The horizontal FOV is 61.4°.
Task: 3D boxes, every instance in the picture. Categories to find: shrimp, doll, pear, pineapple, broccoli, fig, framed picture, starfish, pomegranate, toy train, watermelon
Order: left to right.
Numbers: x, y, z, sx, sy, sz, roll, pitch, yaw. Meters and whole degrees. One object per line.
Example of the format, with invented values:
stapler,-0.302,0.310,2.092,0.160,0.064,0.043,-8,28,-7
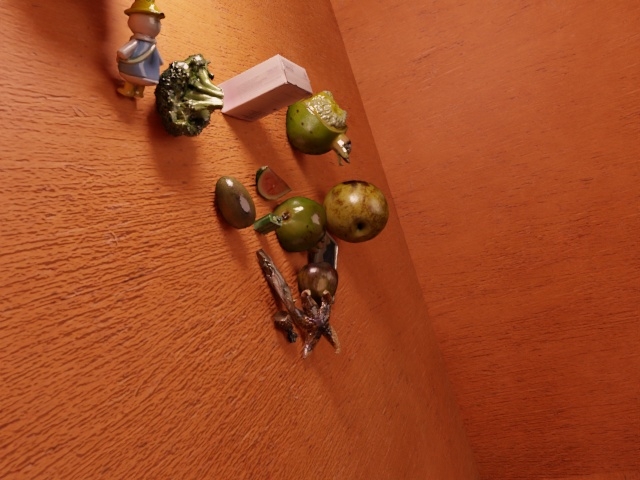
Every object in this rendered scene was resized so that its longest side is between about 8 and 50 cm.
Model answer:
doll,-0.418,-0.458,1.266,0.135,0.098,0.241,-1,106,-38
broccoli,-0.339,-0.368,1.391,0.226,0.176,0.198,-127,-155,-47
watermelon,-0.177,-0.195,1.801,0.069,0.087,0.163,50,4,36
toy train,-0.165,-0.053,1.693,0.056,0.093,0.038,28,48,-41
shrimp,-0.136,0.127,1.653,0.224,0.047,0.126,61,2,-13
pineapple,-0.104,0.271,1.672,0.058,0.058,0.124,-82,161,-46
pomegranate,-0.047,-0.038,1.873,0.190,0.159,0.241,-62,136,-59
starfish,-0.014,0.279,1.774,0.238,0.216,0.071,45,-12,-8
fig,-0.008,0.197,1.850,0.149,0.149,0.246,15,72,-64
pomegranate,0.003,-0.437,2.129,0.341,0.260,0.260,52,19,12
framed picture,0.016,0.091,2.065,0.192,0.018,0.266,43,44,-52
pear,0.144,-0.127,2.232,0.283,0.283,0.284,48,33,-46

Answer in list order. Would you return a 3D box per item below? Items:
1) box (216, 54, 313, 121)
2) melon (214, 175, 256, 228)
box,-0.179,-0.485,1.753,0.203,0.251,0.106,-13,83,-67
melon,-0.243,-0.109,1.537,0.162,0.099,0.099,65,23,-10
